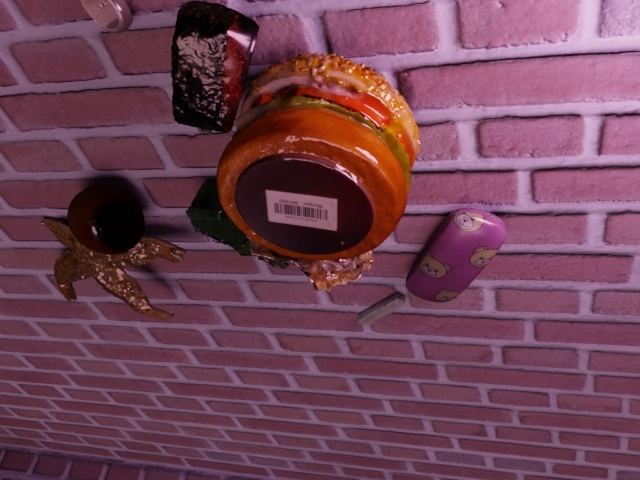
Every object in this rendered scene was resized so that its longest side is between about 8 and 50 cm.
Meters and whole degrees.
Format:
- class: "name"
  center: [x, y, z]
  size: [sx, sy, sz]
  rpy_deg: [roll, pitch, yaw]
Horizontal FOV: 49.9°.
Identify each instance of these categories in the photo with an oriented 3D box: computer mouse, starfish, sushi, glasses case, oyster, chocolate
- class: "computer mouse"
  center: [-0.351, -0.388, 1.134]
  size: [0.066, 0.039, 0.096]
  rpy_deg: [-18, 125, 36]
- class: "starfish"
  center: [-0.513, 0.086, 1.723]
  size: [0.431, 0.082, 0.324]
  rpy_deg: [11, 133, 14]
- class: "sushi"
  center: [-0.182, -0.284, 1.133]
  size: [0.126, 0.136, 0.225]
  rpy_deg: [14, 142, -8]
- class: "glasses case"
  center: [0.278, 0.038, 1.451]
  size: [0.123, 0.076, 0.316]
  rpy_deg: [18, 144, -5]
- class: "oyster"
  center: [0.000, -0.004, 1.362]
  size: [0.201, 0.354, 0.107]
  rpy_deg: [43, 112, 17]
- class: "chocolate"
  center: [-0.484, -0.051, 1.543]
  size: [0.176, 0.177, 0.177]
  rpy_deg: [9, 144, 7]

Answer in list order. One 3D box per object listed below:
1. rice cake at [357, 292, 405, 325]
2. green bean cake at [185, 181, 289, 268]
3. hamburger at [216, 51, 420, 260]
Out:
- class: "rice cake"
  center: [0.150, 0.174, 1.715]
  size: [0.033, 0.029, 0.170]
  rpy_deg: [27, 142, -22]
- class: "green bean cake"
  center: [-0.165, -0.036, 1.480]
  size: [0.208, 0.107, 0.193]
  rpy_deg: [4, 144, 15]
- class: "hamburger"
  center: [0.002, -0.141, 1.164]
  size: [0.329, 0.250, 0.330]
  rpy_deg: [8, 141, 6]
